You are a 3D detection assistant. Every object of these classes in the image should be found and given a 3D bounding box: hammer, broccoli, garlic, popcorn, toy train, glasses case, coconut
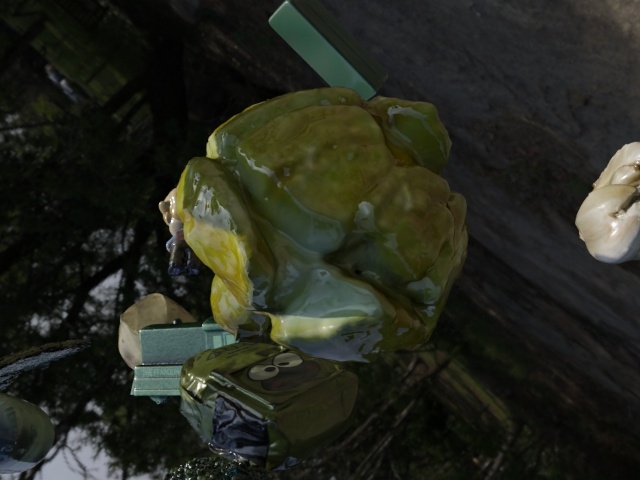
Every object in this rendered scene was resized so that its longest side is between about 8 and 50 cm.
[{"bbox_3d":[-0.354,0.171,0.598,0.194,0.069,0.116,6,160,-1],"label":"hammer"},{"bbox_3d":[-0.113,0.334,0.758,0.155,0.160,0.167,22,155,24],"label":"broccoli"},{"bbox_3d":[0.649,-0.070,1.334,0.185,0.281,0.203,37,148,11],"label":"garlic"},{"bbox_3d":[0.004,-0.001,0.605,0.276,0.226,0.276,43,157,24],"label":"popcorn"},{"bbox_3d":[-0.247,0.245,1.370,0.331,0.178,0.138,-6,179,24],"label":"toy train"},{"bbox_3d":[0.012,-0.281,0.961,0.184,0.039,0.078,42,157,-16],"label":"glasses case"},{"bbox_3d":[-0.413,0.238,1.639,0.224,0.224,0.224,41,180,0],"label":"coconut"}]

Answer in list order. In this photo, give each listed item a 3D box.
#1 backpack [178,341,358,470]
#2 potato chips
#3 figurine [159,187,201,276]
[{"bbox_3d":[-0.085,0.229,0.938,0.253,0.139,0.207,13,-162,40],"label":"backpack"},{"bbox_3d":[-0.423,0.178,0.861,0.202,0.220,0.029,-17,-101,-44],"label":"potato chips"},{"bbox_3d":[-0.251,-0.015,1.266,0.108,0.114,0.195,89,176,-55],"label":"figurine"}]
